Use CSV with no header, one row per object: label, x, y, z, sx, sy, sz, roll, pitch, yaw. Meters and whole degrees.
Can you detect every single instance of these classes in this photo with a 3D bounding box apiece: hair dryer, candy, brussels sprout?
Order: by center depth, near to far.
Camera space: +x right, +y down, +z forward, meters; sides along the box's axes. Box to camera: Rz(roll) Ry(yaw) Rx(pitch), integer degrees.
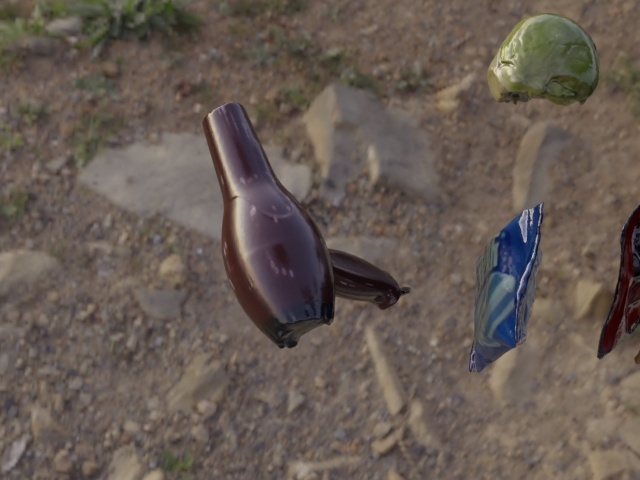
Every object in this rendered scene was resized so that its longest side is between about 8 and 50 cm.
hair dryer,0.000,0.000,1.556,0.340,0.123,0.312,18,46,-50
candy,0.243,0.072,1.632,0.077,0.331,0.187,10,79,2
brussels sprout,0.354,-0.284,1.943,0.183,0.131,0.145,1,86,-12

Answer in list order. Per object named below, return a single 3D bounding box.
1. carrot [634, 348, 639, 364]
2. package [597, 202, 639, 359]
carrot,0.463,0.094,1.414,0.102,0.263,0.101,19,55,-29
package,0.414,0.014,1.505,0.269,0.194,0.071,-29,34,-36
